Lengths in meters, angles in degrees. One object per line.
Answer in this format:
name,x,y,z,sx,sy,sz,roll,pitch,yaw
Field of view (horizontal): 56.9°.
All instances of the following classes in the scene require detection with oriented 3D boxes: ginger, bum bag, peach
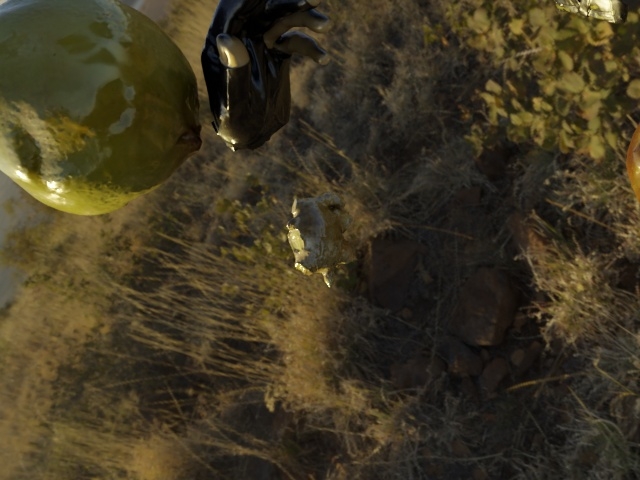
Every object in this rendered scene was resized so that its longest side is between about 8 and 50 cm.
ginger,0.000,0.000,1.332,0.102,0.157,0.216,-15,84,60
bum bag,0.652,-0.599,1.448,0.060,0.106,0.232,-31,40,-12
peach,-0.342,-0.209,0.872,0.316,0.314,0.281,-6,30,14

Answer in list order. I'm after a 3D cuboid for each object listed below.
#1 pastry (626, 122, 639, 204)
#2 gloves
pastry,0.643,-0.141,0.868,0.356,0.164,0.355,0,90,24
gloves,-0.088,-0.253,0.827,0.197,0.152,0.301,-51,4,-40
